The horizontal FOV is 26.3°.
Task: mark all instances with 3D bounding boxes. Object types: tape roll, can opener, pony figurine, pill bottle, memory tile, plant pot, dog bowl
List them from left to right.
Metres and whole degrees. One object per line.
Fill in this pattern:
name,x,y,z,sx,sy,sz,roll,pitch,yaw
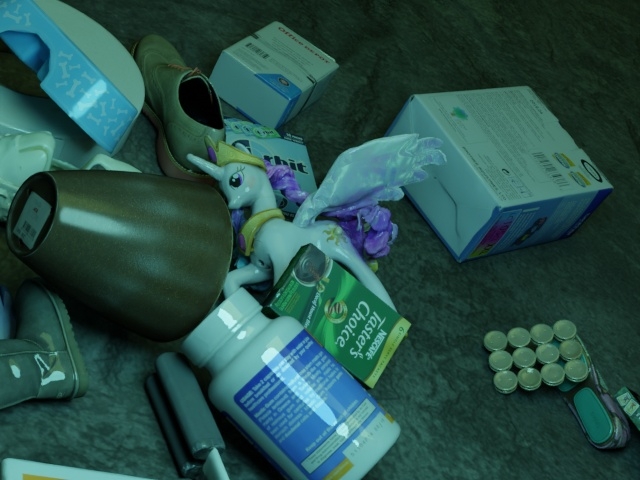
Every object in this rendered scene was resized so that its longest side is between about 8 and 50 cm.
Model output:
tape roll,-0.459,-0.256,2.090,0.392,0.072,0.392,20,36,-15
dog bowl,-0.371,-0.250,1.942,0.297,0.074,0.166,45,-1,20
plant pot,-0.265,-0.001,1.702,0.230,0.215,0.215,20,32,-43
can opener,-0.160,0.253,1.656,0.093,0.074,0.280,6,41,-30
pill bottle,-0.043,0.191,1.711,0.272,0.152,0.152,46,36,2
pony figurine,0.000,0.000,1.968,0.351,0.303,0.363,-2,60,-26
memory tile,0.330,0.178,2.098,0.148,0.012,0.113,-8,52,-4

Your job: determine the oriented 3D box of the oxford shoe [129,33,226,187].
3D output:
oxford shoe,-0.216,-0.236,2.190,0.123,0.130,0.348,4,42,-33

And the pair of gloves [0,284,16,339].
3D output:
pair of gloves,-0.438,0.105,1.686,0.198,0.023,0.159,1,44,-35

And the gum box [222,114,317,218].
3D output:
gum box,-0.089,-0.117,2.212,0.157,0.041,0.184,13,37,-23

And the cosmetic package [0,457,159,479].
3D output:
cosmetic package,-0.133,0.391,1.425,0.453,0.161,0.230,13,38,-24

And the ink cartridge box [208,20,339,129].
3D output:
ink cartridge box,-0.081,-0.289,2.397,0.148,0.086,0.203,36,34,9

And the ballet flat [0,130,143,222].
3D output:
ballet flat,-0.351,-0.078,1.890,0.409,0.147,0.147,21,35,-12

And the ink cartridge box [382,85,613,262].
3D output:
ink cartridge box,0.330,-0.129,2.427,0.395,0.151,0.270,-11,58,-43

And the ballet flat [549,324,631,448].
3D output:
ballet flat,0.414,0.231,2.124,0.079,0.077,0.221,20,36,-47

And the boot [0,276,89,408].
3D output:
boot,-0.394,0.127,1.624,0.208,0.076,0.189,-6,51,-38

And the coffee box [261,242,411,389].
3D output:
coffee box,0.022,0.101,1.808,0.184,0.040,0.113,41,66,-14

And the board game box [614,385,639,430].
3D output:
board game box,0.546,0.339,2.061,0.136,0.030,0.259,36,18,-53
